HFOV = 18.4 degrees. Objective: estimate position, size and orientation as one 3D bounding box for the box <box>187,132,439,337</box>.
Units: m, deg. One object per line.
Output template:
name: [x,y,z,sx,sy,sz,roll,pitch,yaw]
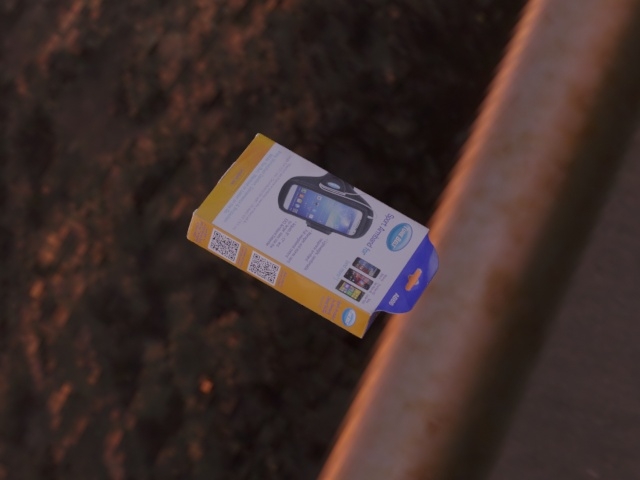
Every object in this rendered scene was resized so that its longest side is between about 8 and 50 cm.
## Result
box: [0.000,0.000,1.158,0.081,0.136,0.028,-53,-9,-40]
